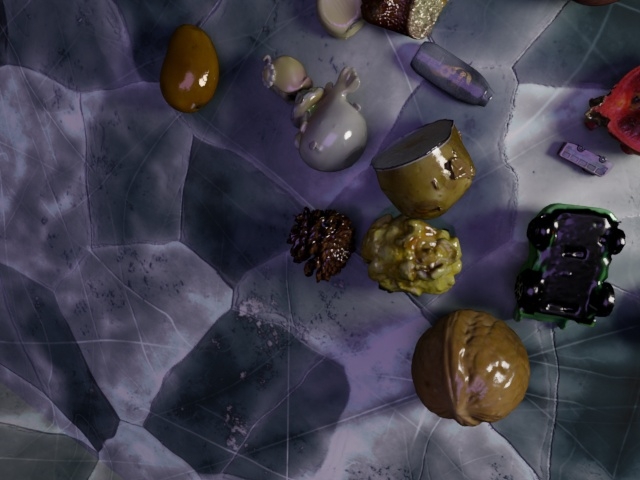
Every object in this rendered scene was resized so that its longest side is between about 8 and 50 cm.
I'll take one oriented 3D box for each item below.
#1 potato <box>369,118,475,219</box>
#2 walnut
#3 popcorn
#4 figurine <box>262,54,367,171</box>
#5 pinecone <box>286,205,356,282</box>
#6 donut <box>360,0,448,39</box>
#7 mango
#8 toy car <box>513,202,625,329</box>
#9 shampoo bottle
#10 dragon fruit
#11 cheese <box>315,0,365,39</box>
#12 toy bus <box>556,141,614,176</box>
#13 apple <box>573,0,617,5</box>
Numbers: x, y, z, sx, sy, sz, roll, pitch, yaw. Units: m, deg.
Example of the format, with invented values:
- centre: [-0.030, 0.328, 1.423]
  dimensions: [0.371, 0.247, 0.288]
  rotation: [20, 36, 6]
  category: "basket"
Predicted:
- centre: [0.276, -0.176, 1.072]
  dimensions: [0.246, 0.300, 0.196]
  rotation: [-18, 114, 28]
  category: "potato"
- centre: [0.401, 0.347, 1.114]
  dimensions: [0.332, 0.333, 0.333]
  rotation: [3, 103, 14]
  category: "walnut"
- centre: [0.255, 0.039, 1.149]
  dimensions: [0.286, 0.252, 0.215]
  rotation: [16, 61, 6]
  category: "popcorn"
- centre: [-0.012, -0.390, 1.140]
  dimensions: [0.394, 0.226, 0.274]
  rotation: [52, 123, 13]
  category: "figurine"
- centre: [0.000, 0.000, 1.212]
  dimensions: [0.221, 0.221, 0.222]
  rotation: [3, 103, 14]
  category: "pinecone"
- centre: [0.215, -0.611, 1.068]
  dimensions: [0.186, 0.144, 0.126]
  rotation: [6, 116, -29]
  category: "donut"
- centre: [-0.388, -0.513, 1.227]
  dimensions: [0.175, 0.139, 0.255]
  rotation: [17, 100, 7]
  category: "mango"
- centre: [0.637, 0.082, 1.083]
  dimensions: [0.213, 0.176, 0.359]
  rotation: [7, 100, 12]
  category: "toy car"
- centre: [0.356, -0.441, 1.096]
  dimensions: [0.233, 0.049, 0.087]
  rotation: [36, 110, 4]
  category: "shampoo bottle"
- centre: [0.762, -0.309, 0.991]
  dimensions: [0.211, 0.134, 0.262]
  rotation: [14, 90, 23]
  category: "dragon fruit"
- centre: [0.034, -0.675, 1.120]
  dimensions: [0.137, 0.064, 0.227]
  rotation: [-33, 94, 15]
  category: "cheese"
- centre: [0.692, -0.213, 1.067]
  dimensions: [0.130, 0.037, 0.052]
  rotation: [31, 110, 7]
  category: "toy bus"
- centre: [0.640, -0.677, 0.863]
  dimensions: [0.305, 0.235, 0.306]
  rotation: [0, 100, -1]
  category: "apple"
